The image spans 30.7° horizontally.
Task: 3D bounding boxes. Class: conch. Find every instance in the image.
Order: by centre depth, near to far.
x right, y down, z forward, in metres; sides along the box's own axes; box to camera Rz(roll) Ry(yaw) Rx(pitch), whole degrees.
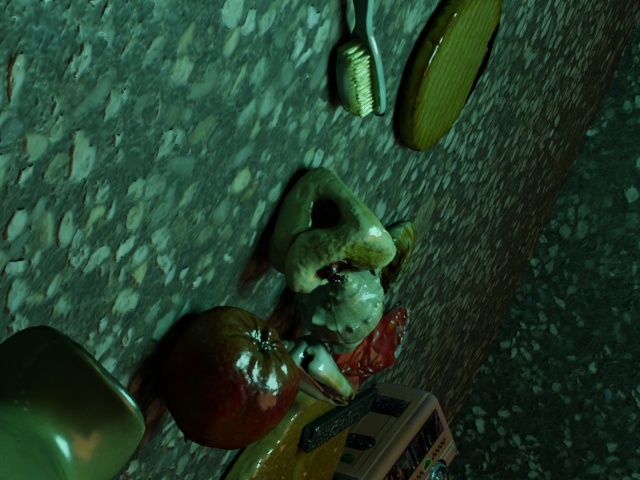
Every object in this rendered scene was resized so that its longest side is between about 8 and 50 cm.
[{"bbox_3d":[0.043,0.096,1.854,0.178,0.163,0.245,-37,155,-18],"label":"conch"},{"bbox_3d":[-0.012,0.221,1.920,0.104,0.176,0.094,-26,-165,32],"label":"conch"}]

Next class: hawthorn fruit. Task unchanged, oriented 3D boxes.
[{"bbox_3d":[-0.131,0.195,1.547,0.200,0.179,0.179,-53,167,28],"label":"hawthorn fruit"}]

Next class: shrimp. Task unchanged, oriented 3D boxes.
[{"bbox_3d":[0.086,0.095,2.125,0.365,0.071,0.233,-46,161,-51],"label":"shrimp"}]

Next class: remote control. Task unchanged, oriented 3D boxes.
[{"bbox_3d":[0.038,0.330,2.163,0.245,0.025,0.063,-19,131,-58],"label":"remote control"}]

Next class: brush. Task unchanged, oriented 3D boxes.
[{"bbox_3d":[0.044,-0.257,1.545,0.060,0.068,0.297,-32,148,-16],"label":"brush"}]

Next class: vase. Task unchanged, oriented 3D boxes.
[{"bbox_3d":[-0.346,0.261,1.057,0.329,0.241,0.302,-40,-172,31],"label":"vase"}]

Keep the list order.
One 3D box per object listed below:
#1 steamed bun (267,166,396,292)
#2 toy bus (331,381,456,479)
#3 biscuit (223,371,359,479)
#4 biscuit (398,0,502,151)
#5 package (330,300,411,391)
[{"bbox_3d":[0.000,0.000,1.654,0.155,0.172,0.141,-42,149,-2],"label":"steamed bun"},{"bbox_3d":[0.103,0.507,2.480,0.427,0.203,0.233,-45,129,-40],"label":"toy bus"},{"bbox_3d":[-0.070,0.419,2.136,0.455,0.078,0.349,-45,153,-36],"label":"biscuit"},{"bbox_3d":[0.218,-0.296,1.953,0.318,0.040,0.318,-52,158,-30],"label":"biscuit"},{"bbox_3d":[0.092,0.236,2.327,0.269,0.071,0.194,-35,135,-46],"label":"package"}]
